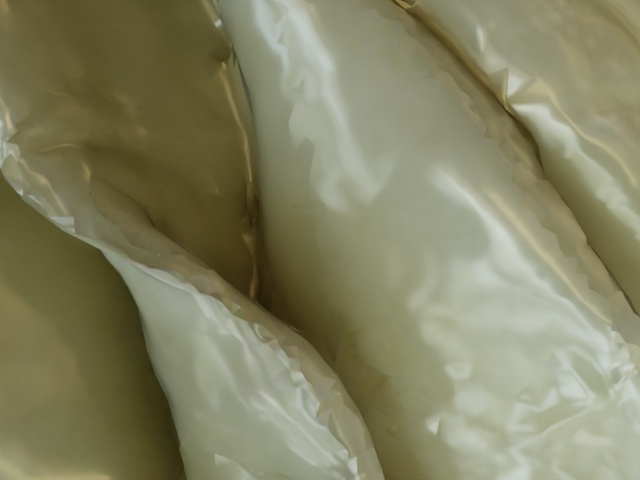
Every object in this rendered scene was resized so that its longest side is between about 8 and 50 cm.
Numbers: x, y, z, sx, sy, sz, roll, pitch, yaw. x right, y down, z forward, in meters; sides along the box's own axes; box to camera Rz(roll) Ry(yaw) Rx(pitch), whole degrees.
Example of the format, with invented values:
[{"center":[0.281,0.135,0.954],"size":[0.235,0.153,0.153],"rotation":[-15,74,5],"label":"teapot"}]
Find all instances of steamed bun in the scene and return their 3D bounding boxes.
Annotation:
[{"center":[-0.002,-0.002,0.456],"size":[0.276,0.289,0.203],"rotation":[43,-170,24],"label":"steamed bun"}]
